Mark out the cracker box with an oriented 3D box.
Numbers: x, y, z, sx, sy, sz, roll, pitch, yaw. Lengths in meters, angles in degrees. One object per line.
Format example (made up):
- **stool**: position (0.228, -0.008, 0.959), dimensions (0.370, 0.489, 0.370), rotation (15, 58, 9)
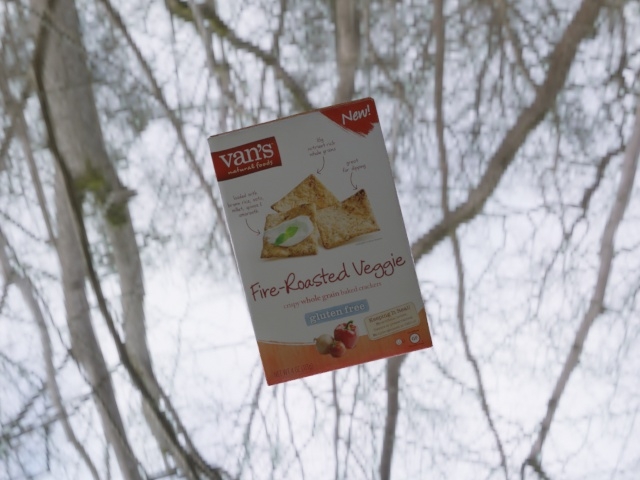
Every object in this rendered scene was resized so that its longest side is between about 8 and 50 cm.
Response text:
- **cracker box**: position (0.000, 0.000, 1.386), dimensions (0.155, 0.067, 0.232), rotation (-14, -87, 2)
